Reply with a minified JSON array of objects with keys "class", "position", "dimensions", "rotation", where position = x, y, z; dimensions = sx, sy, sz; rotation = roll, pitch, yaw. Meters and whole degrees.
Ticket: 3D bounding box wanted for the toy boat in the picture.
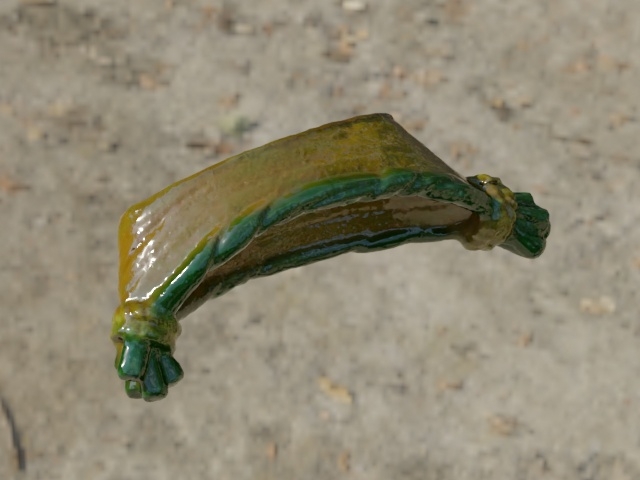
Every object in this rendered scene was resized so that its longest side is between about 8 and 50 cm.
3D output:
[{"class":"toy boat","position":[0.000,0.000,0.819],"dimensions":[0.229,0.089,0.088],"rotation":[-21,79,-26]}]
